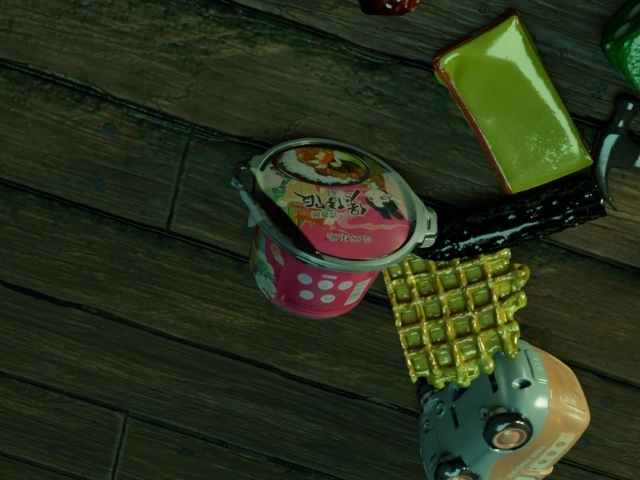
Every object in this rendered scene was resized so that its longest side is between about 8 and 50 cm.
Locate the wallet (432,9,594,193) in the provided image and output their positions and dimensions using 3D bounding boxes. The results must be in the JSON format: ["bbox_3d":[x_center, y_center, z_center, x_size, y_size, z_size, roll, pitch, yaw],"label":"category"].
[{"bbox_3d":[0.272,-0.191,1.298,0.141,0.067,0.241,-25,108,25],"label":"wallet"}]

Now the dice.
[{"bbox_3d":[0.451,-0.254,1.195,0.131,0.128,0.120,39,118,-15],"label":"dice"}]

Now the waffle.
[{"bbox_3d":[0.222,0.104,1.404,0.219,0.057,0.229,-18,78,11],"label":"waffle"}]

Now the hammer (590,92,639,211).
[{"bbox_3d":[0.606,-0.079,1.316,0.439,0.044,0.168,15,119,0],"label":"hammer"}]

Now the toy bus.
[{"bbox_3d":[0.301,0.294,1.487,0.232,0.194,0.288,16,128,-24],"label":"toy bus"}]

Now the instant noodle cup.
[{"bbox_3d":[0.000,0.000,1.348,0.302,0.258,0.182,23,133,0],"label":"instant noodle cup"}]

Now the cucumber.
[{"bbox_3d":[0.273,-0.021,1.352,0.300,0.072,0.072,-18,115,4],"label":"cucumber"}]

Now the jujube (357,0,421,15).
[{"bbox_3d":[0.084,-0.397,1.157,0.168,0.168,0.236,0,125,8],"label":"jujube"}]
